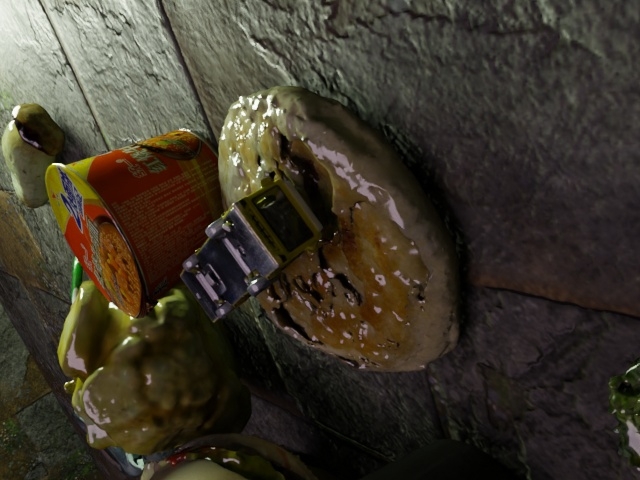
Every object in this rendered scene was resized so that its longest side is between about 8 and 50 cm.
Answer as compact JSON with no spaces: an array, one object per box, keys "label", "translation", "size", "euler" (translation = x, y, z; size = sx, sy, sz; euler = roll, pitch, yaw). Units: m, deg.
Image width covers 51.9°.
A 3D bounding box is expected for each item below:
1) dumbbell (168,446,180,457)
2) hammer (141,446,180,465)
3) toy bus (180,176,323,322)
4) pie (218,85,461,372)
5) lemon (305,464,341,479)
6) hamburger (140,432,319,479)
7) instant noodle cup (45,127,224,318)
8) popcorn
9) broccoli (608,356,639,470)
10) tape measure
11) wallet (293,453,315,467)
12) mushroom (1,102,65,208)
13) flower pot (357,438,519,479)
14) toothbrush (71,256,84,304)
[{"label":"dumbbell","translation":[-0.221,0.523,1.359],"size":[0.218,0.152,0.152],"euler":[58,147,-4]},{"label":"hammer","translation":[-0.424,0.396,1.562],"size":[0.335,0.119,0.206],"euler":[47,147,25]},{"label":"toy bus","translation":[-0.080,0.022,0.661],"size":[0.081,0.074,0.226],"euler":[54,149,4]},{"label":"pie","translation":[0.000,0.000,0.675],"size":[0.339,0.077,0.339],"euler":[32,140,32]},{"label":"lemon","translation":[-0.013,0.433,0.995],"size":[0.207,0.170,0.170],"euler":[26,141,10]},{"label":"hamburger","translation":[-0.112,0.396,0.851],"size":[0.302,0.170,0.302],"euler":[7,109,20]},{"label":"instant noodle cup","translation":[-0.210,-0.034,0.828],"size":[0.213,0.174,0.213],"euler":[33,141,32]},{"label":"popcorn","translation":[-0.244,0.175,1.000],"size":[0.334,0.294,0.292],"euler":[163,119,-65]},{"label":"broccoli","translation":[0.271,0.136,0.361],"size":[0.226,0.176,0.198],"euler":[13,126,28]},{"label":"tape measure","translation":[-0.510,0.494,1.717],"size":[0.275,0.147,0.256],"euler":[47,149,6]},{"label":"wallet","translation":[-0.009,0.473,1.145],"size":[0.133,0.039,0.243],"euler":[-10,112,52]},{"label":"mushroom","translation":[-0.553,-0.152,1.252],"size":[0.107,0.087,0.333],"euler":[55,150,-1]},{"label":"flower pot","translation":[0.134,0.329,0.718],"size":[0.269,0.166,0.269],"euler":[30,140,29]},{"label":"toothbrush","translation":[-0.440,0.078,1.203],"size":[0.042,0.040,0.418],"euler":[132,126,-68]}]
